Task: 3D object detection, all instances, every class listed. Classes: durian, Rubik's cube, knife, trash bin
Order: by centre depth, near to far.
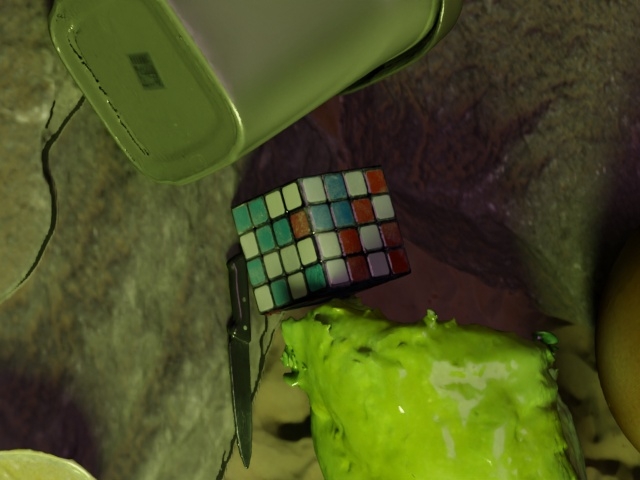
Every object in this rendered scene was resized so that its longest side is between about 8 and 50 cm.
[{"bbox_3d":[-0.052,-0.183,1.348,0.250,0.220,0.219,-39,99,-34],"label":"trash bin"},{"bbox_3d":[0.123,0.191,1.366,0.256,0.204,0.340,-5,75,-53],"label":"durian"},{"bbox_3d":[-0.062,0.092,1.370,0.023,0.010,0.170,7,72,-39],"label":"knife"},{"bbox_3d":[0.000,0.000,1.398,0.092,0.092,0.092,-11,82,-41],"label":"Rubik's cube"}]

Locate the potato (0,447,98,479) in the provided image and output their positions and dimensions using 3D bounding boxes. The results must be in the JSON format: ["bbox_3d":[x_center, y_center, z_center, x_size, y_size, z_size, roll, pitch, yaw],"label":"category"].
[{"bbox_3d":[-0.216,0.227,1.151,0.200,0.081,0.164,-31,88,-45],"label":"potato"}]

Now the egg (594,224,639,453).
[{"bbox_3d":[0.394,0.075,1.576,0.282,0.282,0.351,58,39,-9],"label":"egg"}]
